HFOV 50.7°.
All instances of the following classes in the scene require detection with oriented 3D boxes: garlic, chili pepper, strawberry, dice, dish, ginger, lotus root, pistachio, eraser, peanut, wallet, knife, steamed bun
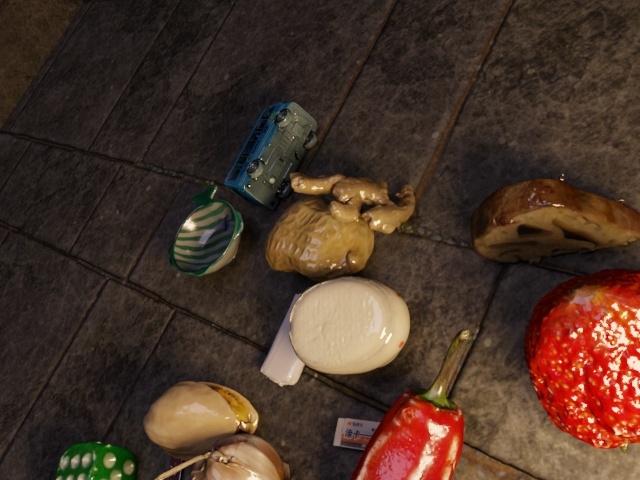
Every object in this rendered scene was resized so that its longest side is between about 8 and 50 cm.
[{"bbox_3d":[-0.148,0.428,1.134,0.207,0.257,0.207,-8,67,20],"label":"garlic"},{"bbox_3d":[0.159,0.301,1.055,0.134,0.131,0.338,12,74,57],"label":"chili pepper"},{"bbox_3d":[0.389,0.140,0.886,0.257,0.277,0.257,-20,49,25],"label":"strawberry"},{"bbox_3d":[-0.476,0.500,1.426,0.128,0.120,0.131,-12,55,33],"label":"dice"},{"bbox_3d":[-0.257,-0.007,1.611,0.224,0.078,0.246,-23,52,24],"label":"dish"},{"bbox_3d":[0.057,-0.084,1.329,0.259,0.065,0.149,13,38,3],"label":"ginger"},{"bbox_3d":[0.366,-0.033,1.097,0.261,0.170,0.074,-13,52,37],"label":"lotus root"},{"bbox_3d":[-0.235,0.351,1.318,0.230,0.157,0.157,-9,58,28],"label":"pistachio"},{"bbox_3d":[0.082,0.338,1.163,0.122,0.029,0.052,-4,60,36],"label":"eraser"},{"bbox_3d":[0.000,0.000,1.380,0.233,0.110,0.196,16,57,41],"label":"peanut"},{"bbox_3d":[-0.051,0.199,1.354,0.095,0.033,0.190,9,68,42],"label":"wallet"},{"bbox_3d":[-0.296,0.435,1.401,0.035,0.018,0.247,-14,56,27],"label":"knife"},{"bbox_3d":[0.060,0.156,1.225,0.228,0.131,0.177,-13,66,30],"label":"steamed bun"}]

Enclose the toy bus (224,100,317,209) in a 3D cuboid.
[{"bbox_3d":[-0.118,-0.206,1.607,0.134,0.113,0.246,13,73,48],"label":"toy bus"}]
